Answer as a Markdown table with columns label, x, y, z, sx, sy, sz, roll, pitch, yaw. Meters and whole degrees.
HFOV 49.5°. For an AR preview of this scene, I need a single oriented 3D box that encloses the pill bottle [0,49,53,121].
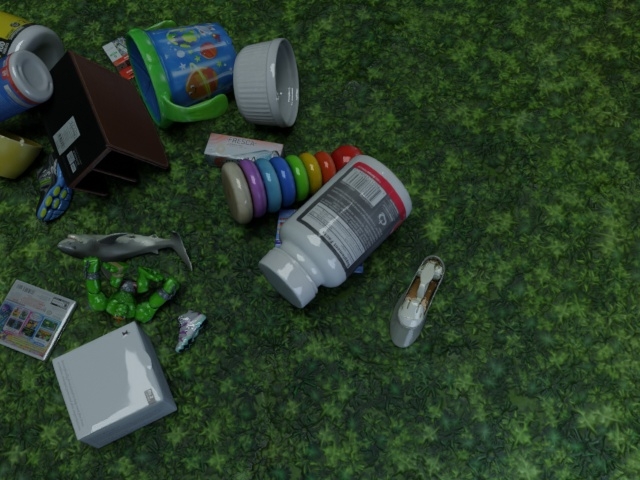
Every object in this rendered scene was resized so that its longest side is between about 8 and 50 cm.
| label | x | y | z | sx | sy | sz | roll | pitch | yaw |
| --- | --- | --- | --- | --- | --- | --- | --- | --- | --- |
| pill bottle | -0.739 | -0.341 | 1.596 | 0.221 | 0.124 | 0.124 | -19 | 64 | 20 |

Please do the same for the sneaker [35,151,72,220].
| label | x | y | z | sx | sy | sz | roll | pitch | yaw |
| --- | --- | --- | --- | --- | --- | --- | --- | --- | --- |
| sneaker | -0.635 | -0.130 | 1.647 | 0.078 | 0.067 | 0.188 | -5 | 65 | 24 |

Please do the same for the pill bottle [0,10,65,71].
| label | x | y | z | sx | sy | sz | roll | pitch | yaw |
| --- | --- | --- | --- | --- | --- | --- | --- | --- | --- |
| pill bottle | -0.834 | -0.489 | 1.743 | 0.333 | 0.188 | 0.188 | 21 | 69 | 13 |

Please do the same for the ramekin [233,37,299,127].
| label | x | y | z | sx | sy | sz | roll | pitch | yaw |
| --- | --- | --- | --- | --- | --- | --- | --- | --- | --- |
| ramekin | -0.128 | -0.370 | 1.645 | 0.108 | 0.207 | 0.207 | 0 | 65 | 14 |

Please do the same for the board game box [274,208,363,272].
| label | x | y | z | sx | sy | sz | roll | pitch | yaw |
| --- | --- | --- | --- | --- | --- | --- | --- | --- | --- |
| board game box | 0.000 | 0.000 | 1.557 | 0.201 | 0.035 | 0.136 | 4 | 66 | 5 |

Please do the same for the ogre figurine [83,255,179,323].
| label | x | y | z | sx | sy | sz | roll | pitch | yaw |
| --- | --- | --- | --- | --- | --- | --- | --- | --- | --- |
| ogre figurine | -0.413 | 0.111 | 1.483 | 0.097 | 0.196 | 0.118 | 36 | 111 | 52 |

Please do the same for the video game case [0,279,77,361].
| label | x | y | z | sx | sy | sz | roll | pitch | yaw |
| --- | --- | --- | --- | --- | --- | --- | --- | --- | --- |
| video game case | -0.636 | 0.175 | 1.526 | 0.157 | 0.019 | 0.143 | 18 | 68 | 10 |

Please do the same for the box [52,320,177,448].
| label | x | y | z | sx | sy | sz | roll | pitch | yaw |
| --- | --- | --- | --- | --- | --- | --- | --- | --- | --- |
| box | -0.413 | 0.292 | 1.404 | 0.181 | 0.119 | 0.181 | -25 | 66 | -8 |

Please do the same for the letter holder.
| label | x | y | z | sx | sy | sz | roll | pitch | yaw |
| --- | --- | --- | --- | --- | --- | --- | --- | --- | --- |
| letter holder | -0.518 | -0.265 | 1.661 | 0.152 | 0.214 | 0.302 | -38 | 64 | 21 |

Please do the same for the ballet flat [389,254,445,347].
| label | x | y | z | sx | sy | sz | roll | pitch | yaw |
| --- | --- | --- | --- | --- | --- | --- | --- | --- | --- |
| ballet flat | 0.203 | 0.123 | 1.471 | 0.072 | 0.068 | 0.213 | 23 | 69 | 13 |

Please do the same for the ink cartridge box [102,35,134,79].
| label | x | y | z | sx | sy | sz | roll | pitch | yaw |
| --- | --- | --- | --- | --- | --- | --- | --- | --- | --- |
| ink cartridge box | -0.511 | -0.473 | 1.804 | 0.062 | 0.029 | 0.115 | -32 | 67 | -11 |

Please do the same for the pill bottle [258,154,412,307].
| label | x | y | z | sx | sy | sz | roll | pitch | yaw |
| --- | --- | --- | --- | --- | --- | --- | --- | --- | --- |
| pill bottle | 0.026 | -0.015 | 1.444 | 0.176 | 0.176 | 0.318 | 41 | 73 | 19 |

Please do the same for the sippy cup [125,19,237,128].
| label | x | y | z | sx | sy | sz | roll | pitch | yaw |
| --- | --- | --- | --- | --- | --- | --- | --- | --- | --- |
| sippy cup | -0.322 | -0.417 | 1.675 | 0.223 | 0.240 | 0.306 | -23 | 91 | -18 |

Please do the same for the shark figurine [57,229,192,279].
| label | x | y | z | sx | sy | sz | roll | pitch | yaw |
| --- | --- | --- | --- | --- | --- | --- | --- | --- | --- |
| shark figurine | -0.433 | 0.036 | 1.551 | 0.278 | 0.166 | 0.116 | 0 | 91 | -16 |

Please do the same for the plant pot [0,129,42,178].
| label | x | y | z | sx | sy | sz | roll | pitch | yaw |
| --- | --- | --- | --- | --- | --- | --- | --- | --- | --- |
| plant pot | -0.746 | -0.203 | 1.654 | 0.134 | 0.134 | 0.095 | 23 | 96 | 13 |

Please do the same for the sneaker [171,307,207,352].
| label | x | y | z | sx | sy | sz | roll | pitch | yaw |
| --- | --- | --- | --- | --- | --- | --- | --- | --- | --- |
| sneaker | -0.297 | 0.189 | 1.490 | 0.069 | 0.038 | 0.098 | 28 | 61 | 16 |

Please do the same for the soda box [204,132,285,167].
| label | x | y | z | sx | sy | sz | roll | pitch | yaw |
| --- | --- | --- | --- | --- | --- | --- | --- | --- | --- |
| soda box | -0.179 | -0.203 | 1.647 | 0.183 | 0.058 | 0.063 | 10 | 67 | 8 |

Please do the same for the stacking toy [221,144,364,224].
| label | x | y | z | sx | sy | sz | roll | pitch | yaw |
| --- | --- | --- | --- | --- | --- | --- | --- | --- | --- |
| stacking toy | -0.049 | -0.146 | 1.562 | 0.330 | 0.141 | 0.141 | -17 | 65 | -16 |
